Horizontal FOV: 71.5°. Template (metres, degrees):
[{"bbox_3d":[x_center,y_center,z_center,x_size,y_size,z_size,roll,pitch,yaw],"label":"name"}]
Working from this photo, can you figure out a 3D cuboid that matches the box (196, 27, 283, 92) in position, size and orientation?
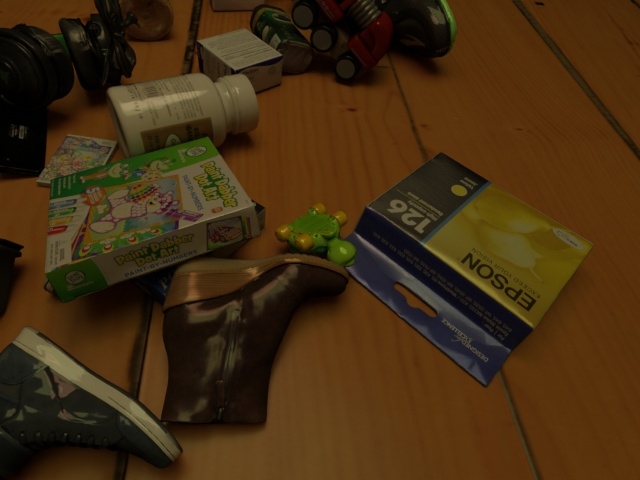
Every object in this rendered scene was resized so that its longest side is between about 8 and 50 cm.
[{"bbox_3d":[-0.171,-0.379,0.950,0.126,0.072,0.137,-32,62,-31],"label":"box"}]

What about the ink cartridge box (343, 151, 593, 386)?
[{"bbox_3d":[0.223,0.013,0.706,0.304,0.072,0.307,39,54,20],"label":"ink cartridge box"}]

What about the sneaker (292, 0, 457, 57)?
[{"bbox_3d":[0.118,-0.567,1.116,0.483,0.185,0.202,36,72,22],"label":"sneaker"}]

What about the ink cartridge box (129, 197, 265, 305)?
[{"bbox_3d":[-0.184,-0.001,0.660,0.097,0.046,0.207,32,53,17],"label":"ink cartridge box"}]

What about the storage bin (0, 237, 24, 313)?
[{"bbox_3d":[-0.457,0.048,0.554,0.135,0.098,0.090,1,79,-10],"label":"storage bin"}]

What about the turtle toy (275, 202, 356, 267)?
[{"bbox_3d":[0.000,0.000,0.668,0.095,0.066,0.130,-34,38,-27],"label":"turtle toy"}]

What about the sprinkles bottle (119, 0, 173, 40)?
[{"bbox_3d":[-0.437,-0.626,1.074,0.122,0.121,0.355,-10,54,-17],"label":"sprinkles bottle"}]

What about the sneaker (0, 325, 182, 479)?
[{"bbox_3d":[-0.272,0.211,0.449,0.227,0.086,0.163,28,55,9],"label":"sneaker"}]

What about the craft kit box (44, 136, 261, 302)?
[{"bbox_3d":[-0.240,-0.048,0.621,0.247,0.060,0.250,-18,39,-18],"label":"craft kit box"}]

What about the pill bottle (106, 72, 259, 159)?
[{"bbox_3d":[-0.231,-0.217,0.770,0.230,0.131,0.131,-21,58,-24],"label":"pill bottle"}]

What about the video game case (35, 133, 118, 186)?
[{"bbox_3d":[-0.406,-0.132,0.749,0.087,0.011,0.121,7,50,-3],"label":"video game case"}]

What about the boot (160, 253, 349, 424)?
[{"bbox_3d":[-0.074,0.124,0.574,0.249,0.090,0.206,2,66,-17],"label":"boot"}]

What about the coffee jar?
[{"bbox_3d":[-0.094,-0.469,1.028,0.096,0.079,0.184,-3,50,-34],"label":"coffee jar"}]

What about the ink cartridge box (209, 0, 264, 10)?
[{"bbox_3d":[-0.146,-0.729,1.092,0.262,0.296,0.066,-12,55,-19],"label":"ink cartridge box"}]

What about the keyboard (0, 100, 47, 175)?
[{"bbox_3d":[-0.527,-0.175,0.759,0.100,0.038,0.191,7,45,-35],"label":"keyboard"}]

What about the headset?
[{"bbox_3d":[-0.454,-0.340,0.769,0.395,0.185,0.243,20,41,30],"label":"headset"}]

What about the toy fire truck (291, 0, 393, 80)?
[{"bbox_3d":[0.097,-0.511,0.958,0.217,0.247,0.158,45,41,-21],"label":"toy fire truck"}]

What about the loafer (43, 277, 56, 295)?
[{"bbox_3d":[-0.311,0.036,0.611,0.039,0.045,0.125,38,52,12],"label":"loafer"}]
